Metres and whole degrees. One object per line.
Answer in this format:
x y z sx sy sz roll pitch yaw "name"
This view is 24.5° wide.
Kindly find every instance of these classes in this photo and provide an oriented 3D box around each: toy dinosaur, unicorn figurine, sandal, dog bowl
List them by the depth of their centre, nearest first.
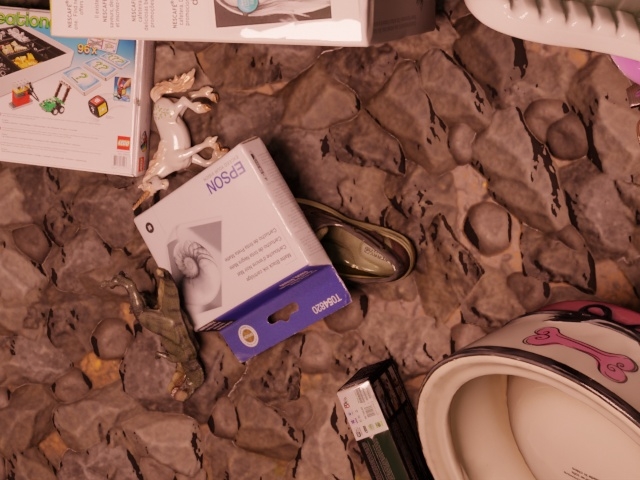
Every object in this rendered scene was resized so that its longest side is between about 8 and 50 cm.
0.304 0.239 1.570 0.408 0.150 0.408 32 144 26 "dog bowl"
0.352 -0.212 1.589 0.416 0.169 0.102 18 134 2 "sandal"
-0.198 0.087 1.784 0.118 0.268 0.064 32 62 28 "toy dinosaur"
-0.173 -0.120 1.798 0.111 0.060 0.162 -10 79 17 "unicorn figurine"

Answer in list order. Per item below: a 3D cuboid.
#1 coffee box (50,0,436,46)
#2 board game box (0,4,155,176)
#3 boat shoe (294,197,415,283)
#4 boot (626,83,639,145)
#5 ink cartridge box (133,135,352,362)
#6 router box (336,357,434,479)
-0.068 -0.380 1.538 0.334 0.337 0.338 3 100 15 "coffee box"
-0.357 -0.192 1.834 0.305 0.053 0.193 8 100 14 "board game box"
0.000 0.001 1.752 0.224 0.073 0.080 15 101 12 "boat shoe"
0.394 -0.137 1.645 0.087 0.042 0.118 -14 94 14 "boot"
-0.097 0.022 1.754 0.223 0.045 0.224 -32 88 41 "ink cartridge box"
0.086 0.237 1.731 0.046 0.133 0.179 -22 91 16 "router box"
